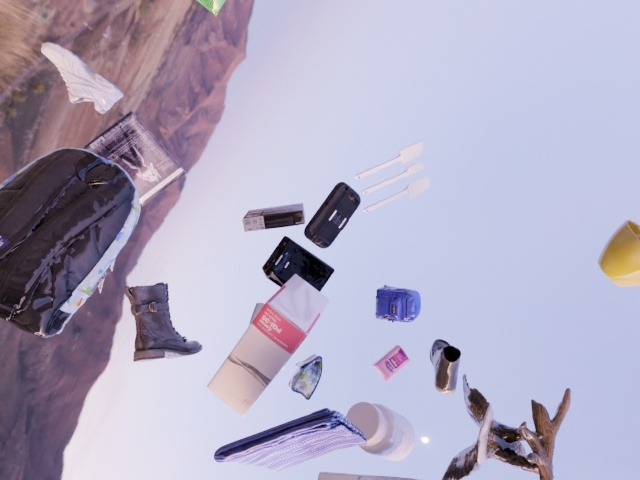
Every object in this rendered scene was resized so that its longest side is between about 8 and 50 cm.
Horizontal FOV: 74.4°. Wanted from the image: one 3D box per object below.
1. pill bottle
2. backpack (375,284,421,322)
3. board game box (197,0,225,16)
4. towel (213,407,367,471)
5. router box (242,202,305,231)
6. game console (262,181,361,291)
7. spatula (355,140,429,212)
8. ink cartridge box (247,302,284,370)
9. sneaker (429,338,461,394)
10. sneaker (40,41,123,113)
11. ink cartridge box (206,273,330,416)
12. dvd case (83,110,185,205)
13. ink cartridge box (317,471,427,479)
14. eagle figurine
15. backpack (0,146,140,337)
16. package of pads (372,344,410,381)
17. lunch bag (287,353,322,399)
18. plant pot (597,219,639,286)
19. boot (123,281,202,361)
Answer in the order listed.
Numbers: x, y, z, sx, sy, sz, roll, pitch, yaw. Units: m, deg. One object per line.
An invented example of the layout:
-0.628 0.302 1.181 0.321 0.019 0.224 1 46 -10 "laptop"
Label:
0.164 0.527 1.173 0.131 0.229 0.131 -19 -129 24 "pill bottle"
0.218 0.186 1.186 0.120 0.101 0.097 3 -79 25 "backpack"
-0.142 -0.492 0.629 0.260 0.136 0.030 -43 -146 24 "board game box"
-0.042 0.432 0.879 0.243 0.336 0.040 -21 -125 4 "towel"
-0.137 -0.072 1.283 0.133 0.179 0.046 -94 177 -75 "router box"
0.000 0.000 1.251 0.361 0.213 0.044 -54 -139 -1 "game console"
0.224 -0.182 1.280 0.242 0.168 0.019 -27 -143 -13 "spatula"
-0.161 0.311 1.357 0.093 0.154 0.212 -76 -174 -48 "ink cartridge box"
0.377 0.336 1.248 0.222 0.083 0.118 -69 165 -66 "sneaker"
-0.686 -0.449 1.181 0.115 0.232 0.090 -53 -167 -1 "sneaker"
-0.120 0.244 1.007 0.283 0.117 0.207 -54 176 19 "ink cartridge box"
-0.523 -0.229 1.204 0.164 0.221 0.018 -39 -150 -3 "dvd case"
0.115 0.773 0.996 0.308 0.091 0.384 -16 -131 32 "ink cartridge box"
0.348 0.413 0.869 0.298 0.226 0.225 -29 -98 62 "eagle figurine"
-0.547 -0.026 0.887 0.355 0.290 0.273 -58 -174 -7 "backpack"
0.174 0.300 1.032 0.083 0.050 0.032 -34 176 -17 "package of pads"
-0.046 0.477 1.510 0.151 0.096 0.129 -57 -177 -16 "lunch bag"
0.623 0.038 0.846 0.095 0.134 0.134 -51 -154 37 "plant pot"
-0.462 0.237 1.265 0.091 0.263 0.228 -16 -106 24 "boot"
